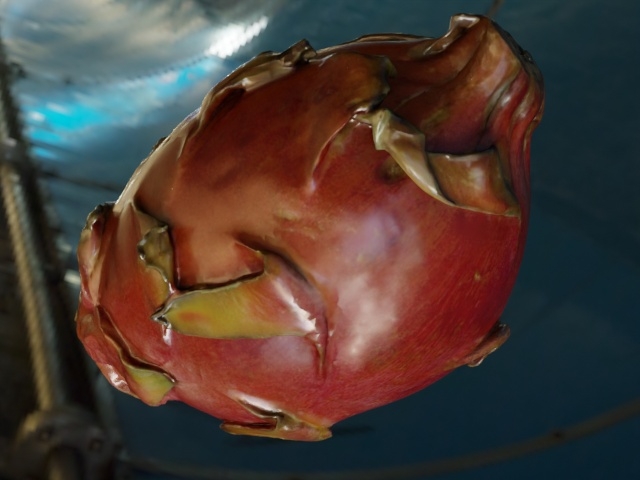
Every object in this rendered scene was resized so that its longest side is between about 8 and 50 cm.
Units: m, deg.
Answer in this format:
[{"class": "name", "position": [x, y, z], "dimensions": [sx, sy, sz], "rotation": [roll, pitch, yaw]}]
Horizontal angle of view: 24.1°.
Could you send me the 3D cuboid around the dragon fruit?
[{"class": "dragon fruit", "position": [0.003, -0.002, 0.896], "dimensions": [0.315, 0.250, 0.250], "rotation": [-39, -162, -4]}]
